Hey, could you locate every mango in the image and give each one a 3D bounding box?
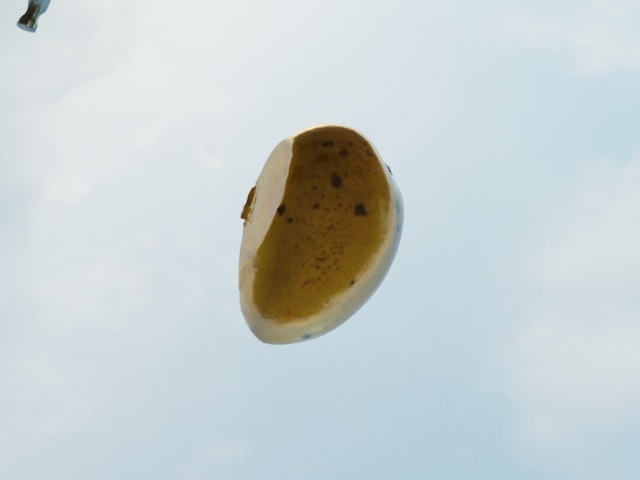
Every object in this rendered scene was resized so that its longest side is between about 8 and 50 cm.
[{"bbox_3d":[0.000,0.000,1.531,0.191,0.160,0.290,25,-96,-19],"label":"mango"}]

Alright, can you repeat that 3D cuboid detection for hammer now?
[{"bbox_3d":[-0.400,-0.375,1.609,0.029,0.246,0.103,18,-107,12],"label":"hammer"}]
